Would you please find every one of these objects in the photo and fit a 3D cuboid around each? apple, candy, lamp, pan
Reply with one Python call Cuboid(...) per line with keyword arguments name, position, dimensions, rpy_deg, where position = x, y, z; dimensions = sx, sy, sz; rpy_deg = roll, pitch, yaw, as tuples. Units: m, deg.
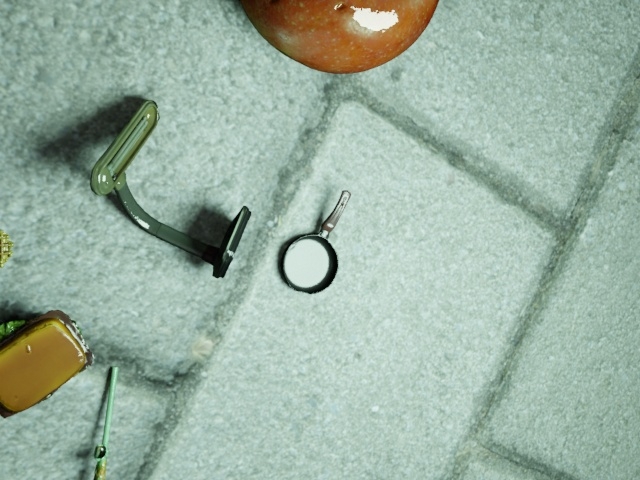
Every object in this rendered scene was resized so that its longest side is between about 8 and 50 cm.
Cuboid(name="apple", position=(0.032, -0.451, 1.091), dimensions=(0.349, 0.277, 0.348), rpy_deg=(-3, 98, -24))
Cuboid(name="candy", position=(-0.363, 0.358, 1.123), dimensions=(0.084, 0.078, 0.287), rpy_deg=(10, 84, -23))
Cuboid(name="lamp", position=(-0.232, -0.086, 1.119), dimensions=(0.283, 0.124, 0.203), rpy_deg=(33, 61, -21))
Cuboid(name="pan", position=(-0.001, -0.001, 1.256), dimensions=(0.115, 0.040, 0.212), rpy_deg=(24, 93, -25))

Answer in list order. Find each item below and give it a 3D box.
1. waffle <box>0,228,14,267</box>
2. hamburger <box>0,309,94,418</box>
Cuboid(name="waffle", position=(-0.521, 0.015, 1.030), dimensions=(0.085, 0.016, 0.078), rpy_deg=(-33, 113, -18))
Cuboid(name="hamburger", position=(-0.452, 0.182, 1.042), dimensions=(0.166, 0.087, 0.137), rpy_deg=(-32, 107, -20))
